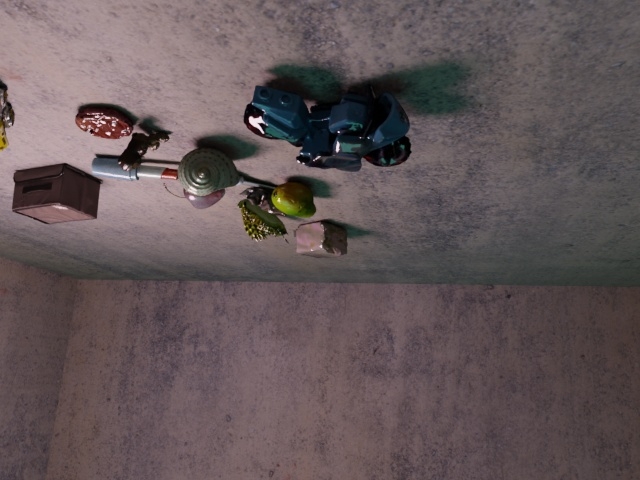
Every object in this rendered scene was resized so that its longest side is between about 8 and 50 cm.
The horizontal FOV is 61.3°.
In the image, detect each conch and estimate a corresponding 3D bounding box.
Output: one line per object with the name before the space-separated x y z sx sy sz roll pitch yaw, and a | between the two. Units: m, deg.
conch | -0.338 -0.215 1.602 0.172 0.131 0.200 -17 -151 -9

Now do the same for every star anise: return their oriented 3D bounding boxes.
star anise | -0.195 -0.142 1.921 0.180 0.061 0.204 36 -169 36

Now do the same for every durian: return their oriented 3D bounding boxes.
durian | -0.238 -0.071 2.153 0.106 0.132 0.375 -16 154 20

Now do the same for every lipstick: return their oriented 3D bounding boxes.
lipstick | -0.586 -0.224 1.734 0.274 0.068 0.061 6 169 -3

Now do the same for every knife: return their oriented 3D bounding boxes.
knife | -0.257 -0.198 1.850 0.331 0.044 0.080 11 172 -42

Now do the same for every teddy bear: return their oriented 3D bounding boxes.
teddy bear | -0.502 -0.260 1.497 0.119 0.160 0.078 -14 121 43

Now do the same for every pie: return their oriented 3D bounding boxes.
pie | -0.577 -0.315 1.449 0.153 0.038 0.153 0 166 0

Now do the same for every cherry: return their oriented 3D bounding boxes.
cherry | -0.404 -0.174 1.812 0.148 0.115 0.188 19 165 19

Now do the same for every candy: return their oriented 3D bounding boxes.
candy | 0.000 0.000 2.358 0.195 0.137 0.184 -8 162 43

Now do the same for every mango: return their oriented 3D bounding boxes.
mango | -0.080 -0.139 1.884 0.125 0.111 0.233 1 166 31

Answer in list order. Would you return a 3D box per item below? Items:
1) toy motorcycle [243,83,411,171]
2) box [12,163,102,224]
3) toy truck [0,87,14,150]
toy motorcycle | 0.032 -0.278 1.256 0.415 0.172 0.232 14 158 -7
box | -0.931 -0.157 1.906 0.252 0.153 0.188 -4 165 21
toy truck | -0.843 -0.308 1.370 0.098 0.114 0.227 9 164 -22
